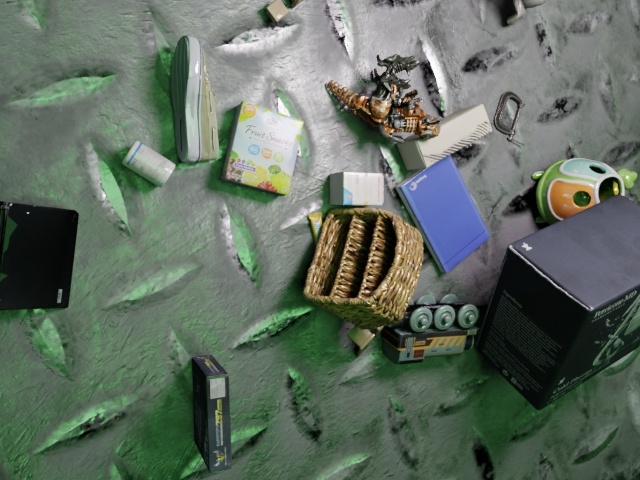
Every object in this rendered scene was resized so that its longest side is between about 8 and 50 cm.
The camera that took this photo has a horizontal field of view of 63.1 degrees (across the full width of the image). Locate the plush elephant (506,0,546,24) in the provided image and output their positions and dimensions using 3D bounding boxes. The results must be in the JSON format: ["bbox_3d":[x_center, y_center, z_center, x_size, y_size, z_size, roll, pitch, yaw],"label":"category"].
[{"bbox_3d":[0.636,-0.837,1.608,0.272,0.255,0.330,-31,68,19],"label":"plush elephant"}]

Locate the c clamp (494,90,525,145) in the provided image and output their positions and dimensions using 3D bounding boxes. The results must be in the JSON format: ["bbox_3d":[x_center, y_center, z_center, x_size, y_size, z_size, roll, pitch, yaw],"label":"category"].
[{"bbox_3d":[0.641,-0.412,1.742,0.137,0.022,0.160,14,88,-19],"label":"c clamp"}]

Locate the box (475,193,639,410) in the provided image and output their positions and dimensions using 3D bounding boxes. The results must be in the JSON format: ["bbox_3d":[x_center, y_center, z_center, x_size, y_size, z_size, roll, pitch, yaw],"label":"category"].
[{"bbox_3d":[0.780,0.182,1.573,0.480,0.297,0.471,-22,135,-21],"label":"box"}]

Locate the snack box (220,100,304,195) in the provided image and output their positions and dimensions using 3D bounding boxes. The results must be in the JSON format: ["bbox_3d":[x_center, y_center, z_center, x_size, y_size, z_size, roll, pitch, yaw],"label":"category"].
[{"bbox_3d":[-0.153,-0.237,1.365,0.175,0.070,0.207,13,86,-24],"label":"snack box"}]

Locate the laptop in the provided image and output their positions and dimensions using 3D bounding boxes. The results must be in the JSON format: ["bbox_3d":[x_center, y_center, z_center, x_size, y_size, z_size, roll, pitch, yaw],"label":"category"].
[{"bbox_3d":[-0.711,0.029,1.159,0.265,0.136,0.234,6,90,1],"label":"laptop"}]

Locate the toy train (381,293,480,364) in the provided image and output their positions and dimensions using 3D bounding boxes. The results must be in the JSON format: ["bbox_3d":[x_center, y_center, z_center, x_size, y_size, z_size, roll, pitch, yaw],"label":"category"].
[{"bbox_3d":[0.337,0.270,1.584,0.334,0.142,0.190,1,105,-26],"label":"toy train"}]

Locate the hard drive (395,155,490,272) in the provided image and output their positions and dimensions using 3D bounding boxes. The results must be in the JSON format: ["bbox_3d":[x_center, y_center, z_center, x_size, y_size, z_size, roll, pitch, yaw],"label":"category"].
[{"bbox_3d":[0.389,-0.088,1.632,0.210,0.040,0.318,-36,107,-18],"label":"hard drive"}]

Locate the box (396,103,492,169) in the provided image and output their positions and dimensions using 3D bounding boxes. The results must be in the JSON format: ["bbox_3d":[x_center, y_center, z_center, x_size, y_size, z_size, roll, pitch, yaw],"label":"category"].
[{"bbox_3d":[0.376,-0.313,1.577,0.275,0.113,0.094,-30,105,-19],"label":"box"}]

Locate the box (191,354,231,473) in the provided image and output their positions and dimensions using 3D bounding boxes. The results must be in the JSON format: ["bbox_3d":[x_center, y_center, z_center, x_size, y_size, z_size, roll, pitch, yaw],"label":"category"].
[{"bbox_3d":[-0.271,0.419,1.283,0.059,0.183,0.232,-2,95,-24],"label":"box"}]

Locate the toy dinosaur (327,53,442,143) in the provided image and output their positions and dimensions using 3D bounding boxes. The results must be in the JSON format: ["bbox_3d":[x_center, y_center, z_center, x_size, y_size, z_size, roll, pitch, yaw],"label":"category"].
[{"bbox_3d":[0.188,-0.391,1.451,0.322,0.164,0.218,22,78,-20],"label":"toy dinosaur"}]

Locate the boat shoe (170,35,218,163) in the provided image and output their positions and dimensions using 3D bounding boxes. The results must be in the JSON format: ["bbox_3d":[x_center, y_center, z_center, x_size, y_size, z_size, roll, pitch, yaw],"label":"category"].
[{"bbox_3d":[-0.306,-0.342,1.285,0.094,0.109,0.302,-7,105,-39],"label":"boat shoe"}]

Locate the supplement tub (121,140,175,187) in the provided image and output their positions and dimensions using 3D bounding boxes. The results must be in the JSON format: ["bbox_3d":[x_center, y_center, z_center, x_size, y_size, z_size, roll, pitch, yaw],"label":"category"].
[{"bbox_3d":[-0.413,-0.183,1.250,0.107,0.071,0.071,33,79,-23],"label":"supplement tub"}]

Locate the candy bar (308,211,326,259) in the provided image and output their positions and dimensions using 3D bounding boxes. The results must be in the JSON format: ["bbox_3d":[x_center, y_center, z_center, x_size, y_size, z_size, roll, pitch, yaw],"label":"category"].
[{"bbox_3d":[0.000,0.000,1.474,0.040,0.018,0.161,-15,98,-23],"label":"candy bar"}]

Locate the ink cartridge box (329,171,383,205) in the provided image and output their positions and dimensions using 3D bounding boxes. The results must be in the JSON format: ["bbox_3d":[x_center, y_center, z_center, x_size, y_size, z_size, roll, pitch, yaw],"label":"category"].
[{"bbox_3d":[0.108,-0.144,1.475,0.143,0.090,0.092,0,93,-25],"label":"ink cartridge box"}]

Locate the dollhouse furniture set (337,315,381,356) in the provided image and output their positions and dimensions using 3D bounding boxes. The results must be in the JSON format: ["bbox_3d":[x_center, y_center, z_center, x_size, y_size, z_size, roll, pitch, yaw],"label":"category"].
[{"bbox_3d":[0.108,0.229,1.530,0.151,0.123,0.144,42,72,16],"label":"dollhouse furniture set"}]

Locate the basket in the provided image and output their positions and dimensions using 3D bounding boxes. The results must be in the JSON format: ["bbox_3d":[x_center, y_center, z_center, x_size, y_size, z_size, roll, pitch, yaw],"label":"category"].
[{"bbox_3d":[0.123,0.056,1.383,0.223,0.213,0.299,33,59,-23],"label":"basket"}]

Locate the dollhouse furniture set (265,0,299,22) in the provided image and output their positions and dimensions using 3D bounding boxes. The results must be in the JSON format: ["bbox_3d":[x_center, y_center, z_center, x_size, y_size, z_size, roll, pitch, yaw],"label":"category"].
[{"bbox_3d":[-0.069,-0.801,1.317,0.355,0.174,0.303,-47,109,-15],"label":"dollhouse furniture set"}]

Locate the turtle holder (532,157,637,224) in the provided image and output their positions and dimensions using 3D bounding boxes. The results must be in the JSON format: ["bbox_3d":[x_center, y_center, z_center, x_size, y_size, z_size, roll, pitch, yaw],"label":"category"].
[{"bbox_3d":[0.899,-0.153,1.756,0.320,0.227,0.243,12,87,-24],"label":"turtle holder"}]
